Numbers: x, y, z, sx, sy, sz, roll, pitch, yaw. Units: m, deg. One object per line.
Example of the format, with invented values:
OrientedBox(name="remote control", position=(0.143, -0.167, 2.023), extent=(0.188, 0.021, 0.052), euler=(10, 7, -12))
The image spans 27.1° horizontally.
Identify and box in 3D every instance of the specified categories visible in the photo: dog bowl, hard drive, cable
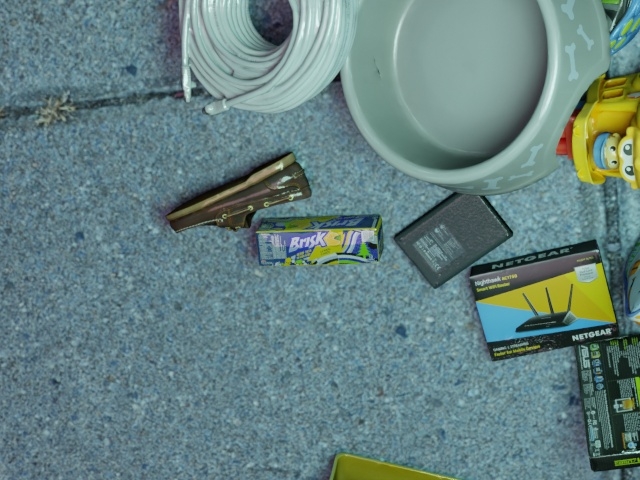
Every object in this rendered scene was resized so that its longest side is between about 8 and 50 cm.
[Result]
OrientedBox(name="dog bowl", position=(0.173, -0.224, 1.621), extent=(0.349, 0.102, 0.348), euler=(5, 99, 34))
OrientedBox(name="hard drive", position=(0.182, -0.007, 1.816), extent=(0.135, 0.022, 0.094), euler=(-36, 101, 20))
OrientedBox(name="cable", position=(-0.067, -0.289, 1.670), extent=(0.257, 0.089, 0.257), euler=(1, 99, 35))

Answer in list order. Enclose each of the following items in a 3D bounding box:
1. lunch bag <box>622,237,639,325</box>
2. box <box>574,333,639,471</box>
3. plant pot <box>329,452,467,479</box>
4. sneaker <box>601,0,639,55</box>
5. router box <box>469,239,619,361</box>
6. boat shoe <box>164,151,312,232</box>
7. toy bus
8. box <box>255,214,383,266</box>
OrientedBox(name="lunch bag", position=(0.501, 0.004, 1.648), extent=(0.115, 0.243, 0.303), euler=(37, 111, -5))
OrientedBox(name="box", position=(0.440, 0.208, 1.767), extent=(0.184, 0.190, 0.045), euler=(-9, 138, 10))
OrientedBox(name="plant pot", position=(0.096, 0.464, 1.918), extent=(0.212, 0.212, 0.187), euler=(12, 125, 5))
OrientedBox(name="sneaker", position=(0.372, -0.308, 1.658), extent=(0.078, 0.067, 0.188), euler=(37, 123, 28))
OrientedBox(name="router box", position=(0.306, 0.084, 1.816), extent=(0.179, 0.046, 0.133), euler=(-13, 107, 14))
OrientedBox(name="boat shoe", position=(-0.112, -0.049, 1.823), extent=(0.207, 0.073, 0.073), euler=(-22, 103, 17))
OrientedBox(name="toy bus", position=(0.373, -0.131, 1.640), extent=(0.212, 0.220, 0.149), euler=(-1, 115, 16))
OrientedBox(name="box", position=(0.000, 0.000, 1.829), extent=(0.169, 0.059, 0.054), euler=(-1, 111, 10))
